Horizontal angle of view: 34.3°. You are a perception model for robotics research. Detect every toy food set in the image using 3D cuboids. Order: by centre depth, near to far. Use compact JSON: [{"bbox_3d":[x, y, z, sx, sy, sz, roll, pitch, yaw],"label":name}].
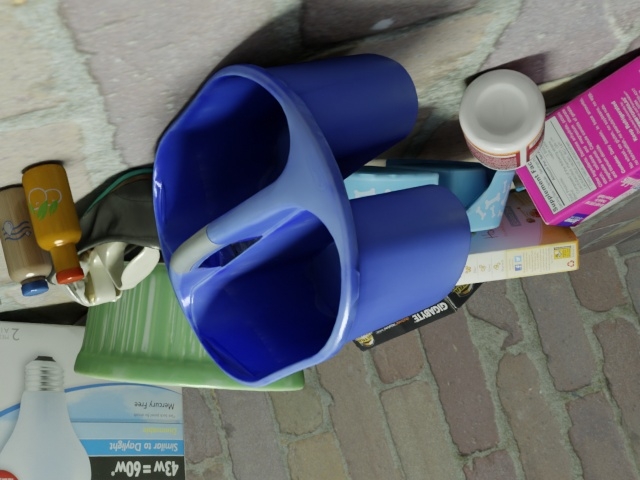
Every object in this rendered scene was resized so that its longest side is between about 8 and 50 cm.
[{"bbox_3d":[-0.328,0.017,0.925,0.232,0.104,0.111,-15,170,-10],"label":"toy food set"}]

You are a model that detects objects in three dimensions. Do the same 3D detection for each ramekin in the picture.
[{"bbox_3d":[-0.167,0.112,1.378,0.303,0.148,0.303,4,175,0],"label":"ramekin"}]

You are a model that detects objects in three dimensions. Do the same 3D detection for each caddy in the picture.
[{"bbox_3d":[-0.037,-0.011,0.869,0.179,0.241,0.341,-16,171,-30],"label":"caddy"}]

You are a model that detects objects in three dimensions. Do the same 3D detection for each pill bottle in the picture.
[{"bbox_3d":[0.193,-0.121,1.091,0.086,0.086,0.152,-18,170,9],"label":"pill bottle"}]

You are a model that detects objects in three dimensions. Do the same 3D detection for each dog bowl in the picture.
[{"bbox_3d":[0.101,-0.050,1.182,0.166,0.074,0.297,9,-168,42],"label":"dog bowl"}]

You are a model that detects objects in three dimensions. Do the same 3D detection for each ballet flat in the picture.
[{"bbox_3d":[-0.235,0.014,1.096,0.095,0.096,0.280,-10,169,-37],"label":"ballet flat"}]

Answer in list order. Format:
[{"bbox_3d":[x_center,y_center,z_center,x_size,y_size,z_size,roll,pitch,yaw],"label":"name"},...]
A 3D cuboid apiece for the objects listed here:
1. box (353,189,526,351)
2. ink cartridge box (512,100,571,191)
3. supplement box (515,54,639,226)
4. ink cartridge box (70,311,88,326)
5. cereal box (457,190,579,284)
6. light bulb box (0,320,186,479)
[{"bbox_3d":[0.211,0.052,1.813,0.295,0.073,0.293,-42,-175,-36],"label":"box"},{"bbox_3d":[0.289,-0.118,1.338,0.104,0.061,0.181,-19,170,11],"label":"ink cartridge box"},{"bbox_3d":[0.336,-0.116,1.171,0.220,0.114,0.111,-33,163,27],"label":"supplement box"},{"bbox_3d":[-0.324,0.163,1.898,0.304,0.072,0.307,-12,171,-34],"label":"ink cartridge box"},{"bbox_3d":[0.182,-0.003,1.295,0.240,0.047,0.173,-7,-155,-1],"label":"cereal box"},{"bbox_3d":[-0.411,0.329,1.591,0.358,0.361,0.225,6,159,-34],"label":"light bulb box"}]
